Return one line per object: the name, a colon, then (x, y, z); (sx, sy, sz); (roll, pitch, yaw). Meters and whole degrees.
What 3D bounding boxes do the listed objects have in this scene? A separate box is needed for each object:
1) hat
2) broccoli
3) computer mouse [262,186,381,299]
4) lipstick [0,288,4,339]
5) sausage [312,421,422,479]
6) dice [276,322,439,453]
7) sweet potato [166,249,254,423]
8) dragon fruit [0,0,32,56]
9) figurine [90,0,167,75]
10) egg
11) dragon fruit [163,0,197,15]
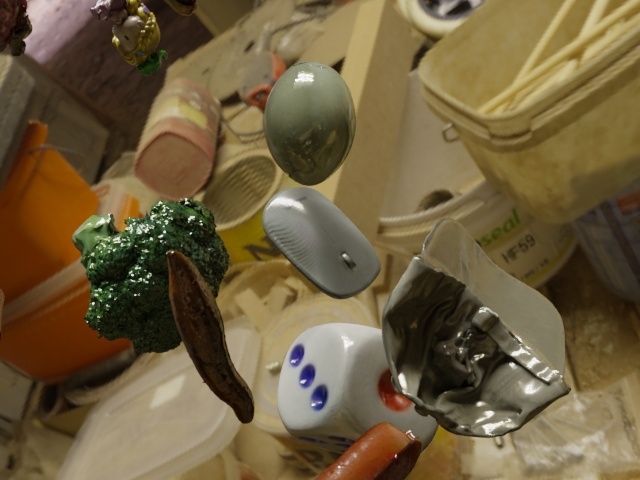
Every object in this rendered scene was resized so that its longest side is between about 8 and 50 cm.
hat: (0.165, 0.100, 0.882); (0.149, 0.214, 0.245); (-48, -1, 16)
broccoli: (-0.279, 0.046, 1.252); (0.270, 0.270, 0.270); (28, 73, 27)
computer mouse: (0.001, -0.003, 1.918); (0.197, 0.095, 0.331); (-38, 72, -25)
lipstick: (-0.827, 0.187, 1.933); (0.080, 0.080, 0.241); (-43, 27, 0)
sausage: (0.059, 0.382, 1.234); (0.102, 0.102, 0.330); (-13, 5, 34)
dice: (0.092, 0.375, 1.911); (0.304, 0.304, 0.276); (-23, 52, 53)
sweet potato: (-0.138, 0.122, 0.946); (0.057, 0.264, 0.057); (-12, 29, 7)
dragon fruit: (-0.724, -0.494, 1.467); (0.296, 0.314, 0.263); (-26, 34, -18)
figurine: (-0.321, -0.382, 1.398); (0.115, 0.156, 0.095); (-47, 32, -22)
egg: (-0.021, -0.236, 1.576); (0.187, 0.187, 0.253); (-4, 88, 40)
dragon fruit: (-0.247, -0.578, 1.533); (0.307, 0.243, 0.228); (-27, 12, -30)
